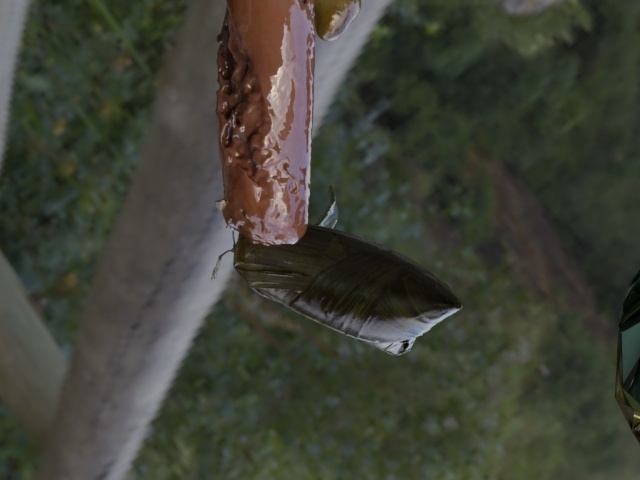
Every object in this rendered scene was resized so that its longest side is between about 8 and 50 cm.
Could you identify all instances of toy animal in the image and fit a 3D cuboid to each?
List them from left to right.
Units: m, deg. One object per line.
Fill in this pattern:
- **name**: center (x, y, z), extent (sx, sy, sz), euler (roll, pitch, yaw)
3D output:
- **toy animal**: center (0.016, 0.004, 1.864), extent (0.217, 0.075, 0.041), euler (-64, 161, -54)

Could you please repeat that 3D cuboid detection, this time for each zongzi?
- **zongzi**: center (0.014, 0.027, 1.474), extent (0.184, 0.187, 0.084), euler (148, -36, -79)

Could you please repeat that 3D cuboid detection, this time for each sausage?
- **sausage**: center (-0.042, -0.159, 1.363), extent (0.079, 0.327, 0.087), euler (0, 178, -17)

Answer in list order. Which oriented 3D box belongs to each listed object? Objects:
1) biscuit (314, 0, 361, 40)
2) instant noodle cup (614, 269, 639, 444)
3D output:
- **biscuit**: center (-0.016, -0.315, 1.775), extent (0.047, 0.208, 0.164), euler (-27, -161, 38)
- **instant noodle cup**: center (0.319, 0.061, 1.076), extent (0.240, 0.240, 0.178), euler (-25, 165, -42)
